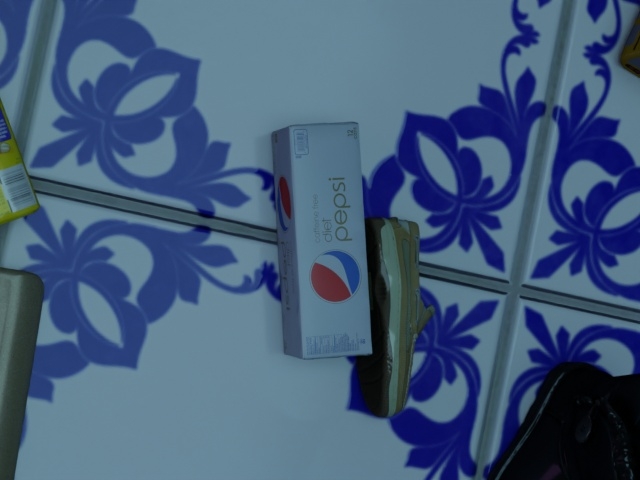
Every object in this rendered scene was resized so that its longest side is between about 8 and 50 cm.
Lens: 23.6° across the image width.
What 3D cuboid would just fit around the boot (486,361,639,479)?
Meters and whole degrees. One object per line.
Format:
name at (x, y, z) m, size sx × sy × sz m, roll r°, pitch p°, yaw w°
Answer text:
boot at (0.242, 0.226, 1.422) m, size 0.094 × 0.207 × 0.246 m, roll 27°, pitch 83°, yaw -14°

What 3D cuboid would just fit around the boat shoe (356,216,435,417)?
boat shoe at (0.077, 0.072, 1.454) m, size 0.072 × 0.068 × 0.190 m, roll 1°, pitch 89°, yaw -27°

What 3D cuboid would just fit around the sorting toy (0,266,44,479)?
sorting toy at (-0.375, 0.164, 1.336) m, size 0.229 × 0.041 × 0.307 m, roll 10°, pitch 87°, yaw -15°

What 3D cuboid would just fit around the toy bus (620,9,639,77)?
toy bus at (0.424, -0.306, 1.520) m, size 0.108 × 0.130 × 0.332 m, roll 27°, pitch 82°, yaw -13°

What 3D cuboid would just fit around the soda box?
soda box at (0.000, 0.000, 1.426) m, size 0.069 × 0.074 × 0.216 m, roll -3°, pitch 90°, yaw -16°

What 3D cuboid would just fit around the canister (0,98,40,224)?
canister at (-0.329, -0.086, 1.338) m, size 0.126 × 0.073 × 0.169 m, roll -21°, pitch 96°, yaw -16°
